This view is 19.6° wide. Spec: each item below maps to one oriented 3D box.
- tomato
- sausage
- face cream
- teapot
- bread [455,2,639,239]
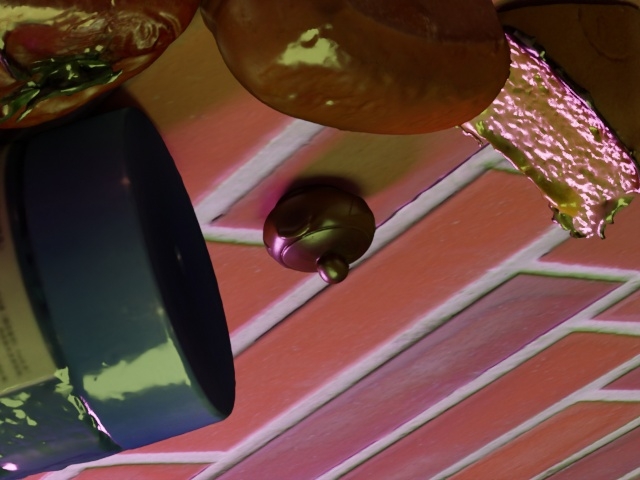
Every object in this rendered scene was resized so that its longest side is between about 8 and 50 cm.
[{"bbox_3d":[-0.178,-0.135,1.178,0.228,0.101,0.228,-17,159,-7],"label":"tomato"},{"bbox_3d":[0.027,-0.137,1.280,0.258,0.133,0.133,7,148,-46],"label":"sausage"},{"bbox_3d":[-0.205,0.046,1.384,0.225,0.249,0.249,-16,158,7],"label":"face cream"},{"bbox_3d":[0.000,0.000,1.632,0.098,0.078,0.129,-23,157,13],"label":"teapot"},{"bbox_3d":[0.173,-0.101,1.459,0.160,0.169,0.140,12,148,-24],"label":"bread"}]
